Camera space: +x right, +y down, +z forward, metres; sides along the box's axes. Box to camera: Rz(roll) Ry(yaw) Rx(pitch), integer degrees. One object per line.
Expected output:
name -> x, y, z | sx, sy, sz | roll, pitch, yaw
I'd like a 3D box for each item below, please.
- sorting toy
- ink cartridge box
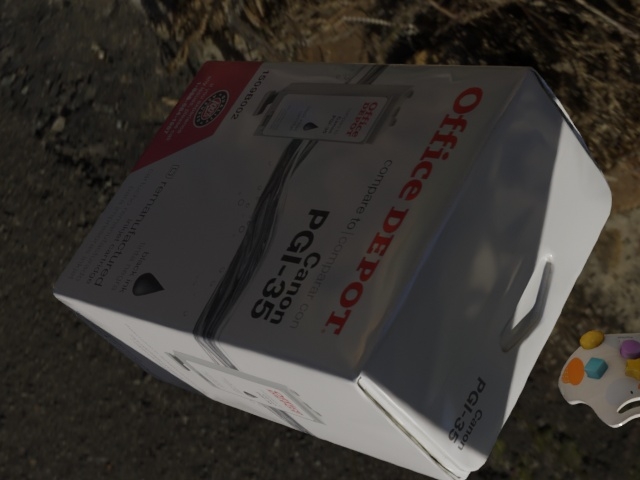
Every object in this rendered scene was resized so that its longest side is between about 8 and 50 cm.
sorting toy -> 0.199, 0.093, 0.695 | 0.083, 0.075, 0.044 | -3, 117, 1
ink cartridge box -> 0.000, 0.000, 0.674 | 0.117, 0.283, 0.207 | 47, 65, -38
